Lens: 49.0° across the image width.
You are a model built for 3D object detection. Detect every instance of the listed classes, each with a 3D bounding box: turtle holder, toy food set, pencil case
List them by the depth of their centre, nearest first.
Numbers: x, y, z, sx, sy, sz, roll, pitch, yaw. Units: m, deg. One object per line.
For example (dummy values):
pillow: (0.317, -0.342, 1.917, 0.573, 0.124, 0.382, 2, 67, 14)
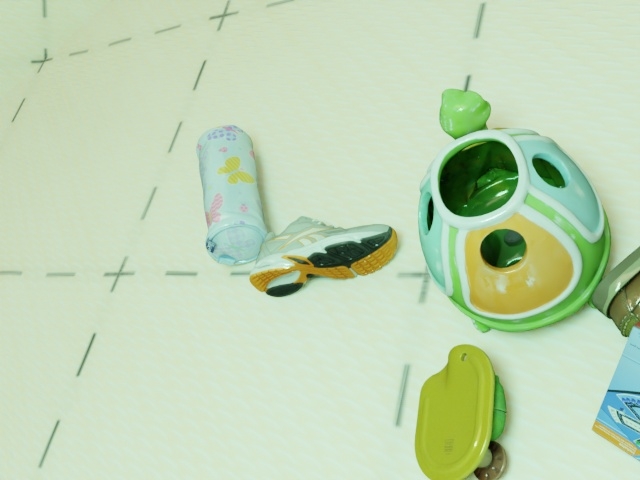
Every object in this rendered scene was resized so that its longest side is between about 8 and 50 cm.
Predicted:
toy food set: (0.186, 0.244, 0.887, 0.128, 0.071, 0.218, -26, 44, 50)
turtle holder: (0.247, -0.053, 0.920, 0.243, 0.227, 0.320, 3, 64, 36)
pencil case: (-0.166, -0.086, 1.298, 0.113, 0.124, 0.273, 1, 51, -17)

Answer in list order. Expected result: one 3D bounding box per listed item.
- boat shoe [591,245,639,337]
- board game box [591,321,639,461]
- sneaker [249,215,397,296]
boat shoe: (0.472, 0.007, 0.824, 0.307, 0.110, 0.104, -48, 50, 12)
board game box: (0.428, 0.211, 0.713, 0.281, 0.027, 0.145, 32, 117, 42)
sneaker: (0.000, 0.000, 1.145, 0.262, 0.099, 0.121, -15, 50, 24)
